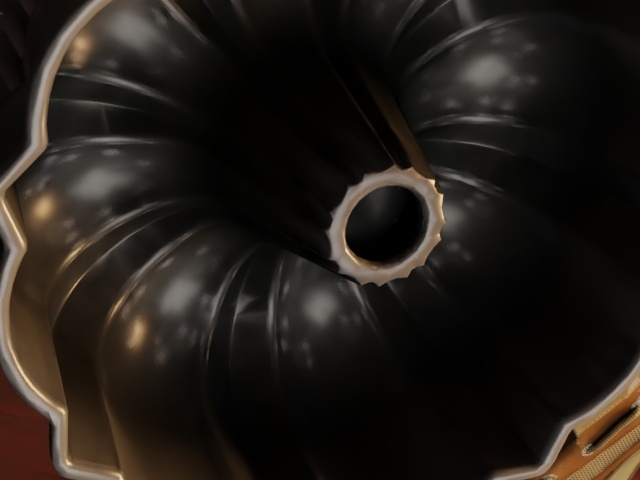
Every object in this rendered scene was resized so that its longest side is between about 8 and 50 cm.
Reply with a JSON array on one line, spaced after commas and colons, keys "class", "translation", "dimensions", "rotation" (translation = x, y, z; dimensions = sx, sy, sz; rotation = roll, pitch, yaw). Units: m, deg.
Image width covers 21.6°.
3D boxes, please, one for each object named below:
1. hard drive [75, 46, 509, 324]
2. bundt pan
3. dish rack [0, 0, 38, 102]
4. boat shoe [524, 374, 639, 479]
[{"class": "hard drive", "translation": [0.054, 0.006, 0.884], "dimensions": [0.353, 0.047, 0.233], "rotation": [-28, 129, -8]}, {"class": "bundt pan", "translation": [0.005, -0.031, 0.729], "dimensions": [0.331, 0.124, 0.331], "rotation": [-10, 119, -19]}, {"class": "dish rack", "translation": [-0.160, -0.138, 0.703], "dimensions": [0.333, 0.072, 0.285], "rotation": [-9, 138, -28]}, {"class": "boat shoe", "translation": [0.196, 0.092, 1.169], "dimensions": [0.120, 0.122, 0.324], "rotation": [5, 129, -34]}]
